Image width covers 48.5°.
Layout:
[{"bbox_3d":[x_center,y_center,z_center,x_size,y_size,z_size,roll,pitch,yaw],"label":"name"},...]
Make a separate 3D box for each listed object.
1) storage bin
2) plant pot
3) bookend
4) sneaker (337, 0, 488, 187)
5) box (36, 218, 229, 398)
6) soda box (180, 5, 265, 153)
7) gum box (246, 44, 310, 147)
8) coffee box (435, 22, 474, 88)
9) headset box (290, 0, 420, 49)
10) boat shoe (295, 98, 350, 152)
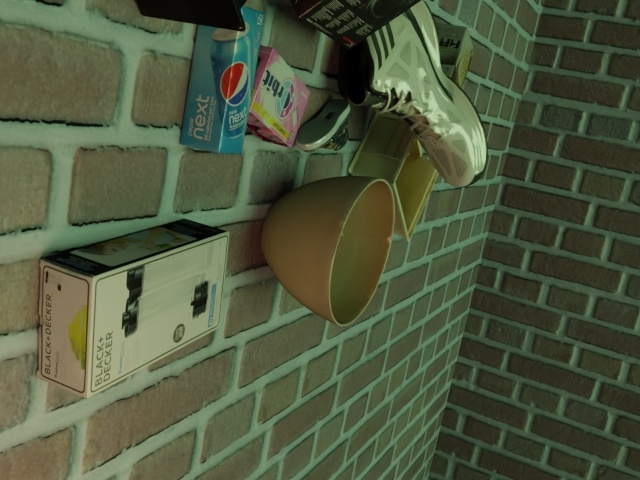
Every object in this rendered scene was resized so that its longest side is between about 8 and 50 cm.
[{"bbox_3d":[0.194,-0.183,1.755,0.260,0.123,0.262,-63,154,-22],"label":"storage bin"},{"bbox_3d":[0.000,0.000,1.358,0.284,0.191,0.284,-44,142,-48],"label":"plant pot"},{"bbox_3d":[-0.133,-0.347,0.883,0.157,0.156,0.072,-62,153,-28],"label":"bookend"},{"bbox_3d":[0.169,-0.274,1.488,0.257,0.169,0.447,-36,106,-33],"label":"sneaker"},{"bbox_3d":[-0.249,0.081,0.988,0.290,0.087,0.169,-22,124,-61],"label":"box"},{"bbox_3d":[-0.143,-0.236,1.038,0.067,0.071,0.210,-16,119,-63],"label":"soda box"},{"bbox_3d":[-0.089,-0.236,1.162,0.107,0.062,0.188,-71,159,-5],"label":"gum box"},{"bbox_3d":[0.324,-0.436,1.910,0.141,0.098,0.246,35,72,-65],"label":"coffee box"},{"bbox_3d":[0.104,-0.463,1.174,0.110,0.293,0.218,65,23,11],"label":"headset box"},{"bbox_3d":[0.012,-0.204,1.410,0.183,0.065,0.083,-51,146,-43],"label":"boat shoe"}]
